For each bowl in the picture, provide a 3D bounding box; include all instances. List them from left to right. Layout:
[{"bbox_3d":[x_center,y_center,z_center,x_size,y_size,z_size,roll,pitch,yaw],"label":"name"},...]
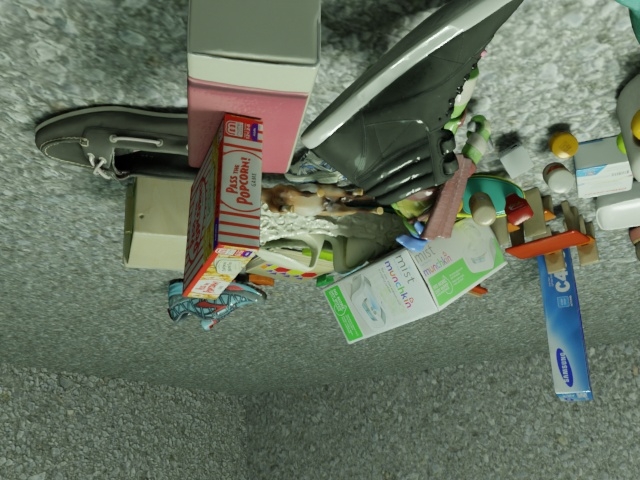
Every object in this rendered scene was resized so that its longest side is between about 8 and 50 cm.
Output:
[{"bbox_3d":[0.592,-0.073,1.273,0.142,0.053,0.142,-12,158,22],"label":"bowl"}]

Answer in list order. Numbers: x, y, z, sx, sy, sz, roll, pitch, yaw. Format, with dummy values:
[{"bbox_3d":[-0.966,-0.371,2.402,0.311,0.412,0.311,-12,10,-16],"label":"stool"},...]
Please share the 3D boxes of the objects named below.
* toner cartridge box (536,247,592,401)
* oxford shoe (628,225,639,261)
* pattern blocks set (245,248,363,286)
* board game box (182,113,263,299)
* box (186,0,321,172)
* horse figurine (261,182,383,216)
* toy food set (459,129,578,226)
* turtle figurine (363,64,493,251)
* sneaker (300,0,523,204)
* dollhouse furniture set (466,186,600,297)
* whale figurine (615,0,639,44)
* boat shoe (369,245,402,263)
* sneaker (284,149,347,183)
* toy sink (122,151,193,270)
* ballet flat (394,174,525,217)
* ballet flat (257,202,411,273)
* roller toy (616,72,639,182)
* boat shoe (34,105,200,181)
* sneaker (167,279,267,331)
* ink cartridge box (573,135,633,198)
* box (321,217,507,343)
[{"bbox_3d":[0.546,0.176,1.514,0.075,0.347,0.165,-9,158,22],"label":"toner cartridge box"},{"bbox_3d":[0.837,0.046,1.508,0.349,0.130,0.123,6,158,-20],"label":"oxford shoe"},{"bbox_3d":[-0.075,0.058,1.584,0.286,0.026,0.325,-19,154,39],"label":"pattern blocks set"},{"bbox_3d":[-0.112,-0.029,0.757,0.045,0.146,0.193,8,157,-19],"label":"board game box"},{"bbox_3d":[-0.081,-0.191,0.744,0.127,0.148,0.232,3,159,-9],"label":"box"},{"bbox_3d":[-0.008,-0.072,1.149,0.264,0.066,0.175,-3,-173,-32],"label":"horse figurine"},{"bbox_3d":[0.312,-0.098,1.109,0.232,0.111,0.104,-32,-167,17],"label":"toy food set"},{"bbox_3d":[0.132,-0.152,0.947,0.198,0.274,0.266,15,143,18],"label":"turtle figurine"},{"bbox_3d":[0.134,-0.158,0.756,0.296,0.104,0.147,-39,106,13],"label":"sneaker"},{"bbox_3d":[0.415,0.022,1.388,0.259,0.135,0.262,-20,153,38],"label":"dollhouse furniture set"},{"bbox_3d":[0.391,-0.255,0.638,0.217,0.141,0.272,-10,158,19],"label":"whale figurine"},{"bbox_3d":[0.201,0.050,1.471,0.207,0.073,0.073,14,173,8],"label":"boat shoe"},{"bbox_3d":[-0.008,-0.124,1.085,0.135,0.057,0.052,6,-164,44],"label":"sneaker"},{"bbox_3d":[-0.261,-0.037,1.136,0.131,0.152,0.234,4,160,-17],"label":"toy sink"},{"bbox_3d":[0.247,-0.076,1.221,0.231,0.077,0.077,-3,-179,10],"label":"ballet flat"},{"bbox_3d":[0.000,0.000,1.293,0.409,0.146,0.147,7,158,-25],"label":"ballet flat"},{"bbox_3d":[0.513,-0.155,0.912,0.191,0.146,0.209,-9,158,16],"label":"roller toy"},{"bbox_3d":[-0.247,-0.127,0.974,0.336,0.095,0.112,-2,160,-2],"label":"boat shoe"},{"bbox_3d":[-0.258,0.167,1.694,0.262,0.125,0.104,-2,166,17],"label":"sneaker"},{"bbox_3d":[0.473,-0.121,1.131,0.089,0.052,0.122,-9,157,19],"label":"ink cartridge box"},{"bbox_3d":[0.178,0.064,1.266,0.231,0.126,0.262,-28,176,43],"label":"box"}]
